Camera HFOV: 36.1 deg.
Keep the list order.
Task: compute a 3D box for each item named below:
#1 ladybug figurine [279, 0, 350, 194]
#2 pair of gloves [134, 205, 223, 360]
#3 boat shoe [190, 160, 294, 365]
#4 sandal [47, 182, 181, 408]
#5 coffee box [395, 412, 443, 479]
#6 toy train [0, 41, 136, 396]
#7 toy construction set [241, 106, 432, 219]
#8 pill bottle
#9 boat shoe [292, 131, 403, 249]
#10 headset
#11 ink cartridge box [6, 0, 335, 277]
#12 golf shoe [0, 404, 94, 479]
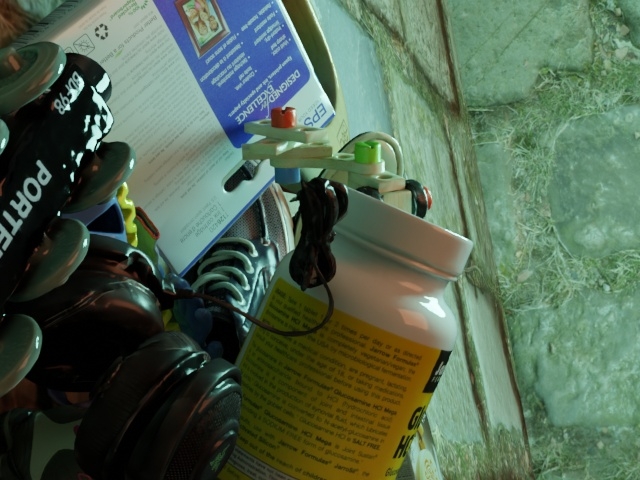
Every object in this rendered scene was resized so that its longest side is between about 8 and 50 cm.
[{"bbox_3d":[-0.095,-0.243,1.345,0.305,0.162,0.449,-71,142,-54],"label":"ladybug figurine"},{"bbox_3d":[-0.160,0.058,1.013,0.198,0.023,0.159,50,-28,25],"label":"pair of gloves"},{"bbox_3d":[-0.103,0.045,1.187,0.158,0.127,0.340,19,60,-75],"label":"boat shoe"},{"bbox_3d":[-0.229,0.032,0.895,0.317,0.126,0.138,66,27,-23],"label":"sandal"},{"bbox_3d":[0.126,0.352,1.633,0.141,0.098,0.246,-19,95,-69],"label":"coffee box"},{"bbox_3d":[-0.264,-0.011,0.684,0.142,0.190,0.334,59,35,-37],"label":"toy train"},{"bbox_3d":[0.025,-0.001,1.128,0.215,0.151,0.327,30,-40,58],"label":"toy construction set"},{"bbox_3d":[0.016,0.125,0.946,0.334,0.188,0.188,-66,157,4],"label":"pill bottle"},{"bbox_3d":[0.004,0.001,1.328,0.113,0.127,0.340,47,-57,61],"label":"boat shoe"},{"bbox_3d":[-0.146,0.077,0.742,0.243,0.394,0.185,47,-36,29],"label":"headset"},{"bbox_3d":[-0.149,-0.170,1.091,0.303,0.072,0.307,-48,132,-25],"label":"ink cartridge box"},{"bbox_3d":[-0.178,0.215,0.910,0.273,0.120,0.105,38,41,-60],"label":"golf shoe"}]
